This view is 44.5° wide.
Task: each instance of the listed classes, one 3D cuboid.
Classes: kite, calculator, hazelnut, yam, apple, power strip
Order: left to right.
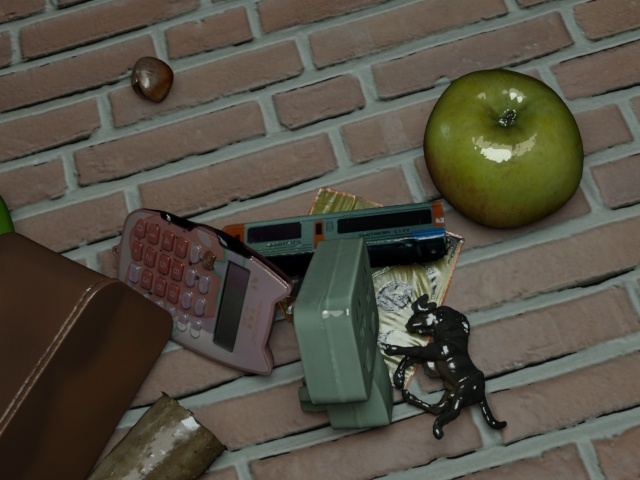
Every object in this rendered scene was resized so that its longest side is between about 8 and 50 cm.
[{"bbox_3d":[-0.265,0.357,1.174,0.238,0.128,0.129,-49,39,-16],"label":"yam"},{"bbox_3d":[-0.309,-0.293,1.424,0.086,0.086,0.086,-2,71,6],"label":"hazelnut"},{"bbox_3d":[-0.196,0.072,1.245,0.329,0.048,0.220,23,118,17],"label":"calculator"},{"bbox_3d":[0.019,0.154,1.152,0.141,0.229,0.261,-6,116,13],"label":"power strip"},{"bbox_3d":[0.089,0.063,1.291,0.327,0.013,0.378,-24,70,-3],"label":"kite"},{"bbox_3d":[0.288,-0.145,1.241,0.260,0.194,0.261,-2,70,5],"label":"apple"}]

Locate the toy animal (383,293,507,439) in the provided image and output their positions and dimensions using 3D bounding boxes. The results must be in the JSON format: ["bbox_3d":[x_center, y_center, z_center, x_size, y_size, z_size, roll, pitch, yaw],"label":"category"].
[{"bbox_3d":[0.190,0.196,1.192,0.148,0.084,0.233,-28,71,-10],"label":"toy animal"}]

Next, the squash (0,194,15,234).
[{"bbox_3d":[-0.559,0.036,1.339,0.082,0.082,0.293,-15,72,1],"label":"squash"}]

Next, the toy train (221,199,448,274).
[{"bbox_3d":[0.000,0.000,1.269,0.409,0.086,0.089,-5,67,11],"label":"toy train"}]

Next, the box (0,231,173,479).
[{"bbox_3d":[-0.434,0.187,1.181,0.229,0.239,0.339,24,77,23],"label":"box"}]
